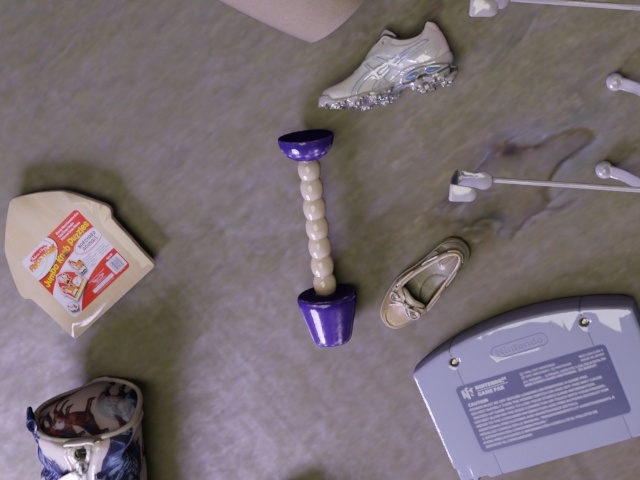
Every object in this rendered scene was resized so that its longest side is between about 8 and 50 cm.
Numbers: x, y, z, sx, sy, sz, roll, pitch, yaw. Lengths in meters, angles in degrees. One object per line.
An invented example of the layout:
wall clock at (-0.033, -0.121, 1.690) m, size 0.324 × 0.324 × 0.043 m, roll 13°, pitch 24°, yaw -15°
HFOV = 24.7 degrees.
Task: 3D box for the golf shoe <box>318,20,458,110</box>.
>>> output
golf shoe at (0.076, -0.209, 1.768) m, size 0.176 × 0.069 × 0.086 m, roll -16°, pitch 84°, yaw 16°

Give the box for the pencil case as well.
pencil case at (-0.306, 0.405, 2.015) m, size 0.160 × 0.183 × 0.410 m, roll 3°, pitch 111°, yaw 13°

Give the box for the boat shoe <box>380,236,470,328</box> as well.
boat shoe at (0.129, 0.059, 1.847) m, size 0.056 × 0.048 × 0.153 m, roll 45°, pitch 114°, yaw -4°

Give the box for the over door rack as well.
over door rack at (0.307, -0.171, 1.670) m, size 0.324 × 0.108 × 0.239 m, roll 0°, pitch 111°, yaw -7°

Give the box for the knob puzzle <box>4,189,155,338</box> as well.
knob puzzle at (-0.340, 0.011, 1.964) m, size 0.213 × 0.030 × 0.213 m, roll 5°, pitch 111°, yaw 13°

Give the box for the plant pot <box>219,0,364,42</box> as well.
plant pot at (-0.066, -0.364, 1.661) m, size 0.256 × 0.256 × 0.274 m, roll -40°, pitch 112°, yaw 23°

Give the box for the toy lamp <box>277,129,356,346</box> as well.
toy lamp at (0.000, 0.000, 1.847) m, size 0.080 × 0.080 × 0.274 m, roll -1°, pitch 108°, yaw 15°

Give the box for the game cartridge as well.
game cartridge at (0.279, 0.181, 1.850) m, size 0.297 × 0.062 × 0.198 m, roll -19°, pitch 99°, yaw 20°
